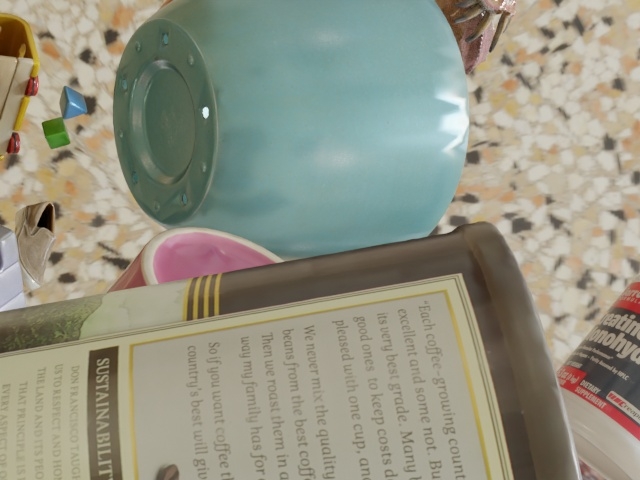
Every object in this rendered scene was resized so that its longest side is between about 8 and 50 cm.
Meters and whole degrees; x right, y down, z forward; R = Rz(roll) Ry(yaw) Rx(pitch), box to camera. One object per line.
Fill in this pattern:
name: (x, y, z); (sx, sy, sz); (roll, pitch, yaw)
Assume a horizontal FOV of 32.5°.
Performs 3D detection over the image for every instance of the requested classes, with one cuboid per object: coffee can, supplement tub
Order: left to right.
coffee can: (-0.047, 0.113, 0.457); (0.275, 0.201, 0.201); (-10, 92, -1)
supplement tub: (0.406, 0.153, 1.297); (0.191, 0.191, 0.272); (42, 81, -5)

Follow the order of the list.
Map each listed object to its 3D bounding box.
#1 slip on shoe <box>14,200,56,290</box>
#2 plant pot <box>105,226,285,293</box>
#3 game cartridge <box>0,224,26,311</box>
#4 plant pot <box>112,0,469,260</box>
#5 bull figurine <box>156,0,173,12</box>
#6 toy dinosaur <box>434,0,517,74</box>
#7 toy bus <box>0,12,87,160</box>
slip on shoe: (-0.331, 0.002, 1.284); (0.041, 0.135, 0.051); (-26, 126, 8)
plant pot: (-0.090, 0.100, 0.722); (0.201, 0.201, 0.180); (27, 117, -6)
game cartridge: (-0.404, 0.158, 1.018); (0.068, 0.355, 0.230); (18, 124, 21)
plant pot: (-0.048, -0.114, 1.018); (0.235, 0.293, 0.292); (-8, 92, -38)
bull figurine: (-0.169, -0.213, 1.343); (0.101, 0.188, 0.310); (27, 116, 3)
toy dinosaur: (0.189, -0.289, 1.416); (0.127, 0.295, 0.200); (-30, 58, -14)
toy bus: (-0.403, -0.177, 1.301); (0.202, 0.191, 0.104); (-25, 56, 6)
